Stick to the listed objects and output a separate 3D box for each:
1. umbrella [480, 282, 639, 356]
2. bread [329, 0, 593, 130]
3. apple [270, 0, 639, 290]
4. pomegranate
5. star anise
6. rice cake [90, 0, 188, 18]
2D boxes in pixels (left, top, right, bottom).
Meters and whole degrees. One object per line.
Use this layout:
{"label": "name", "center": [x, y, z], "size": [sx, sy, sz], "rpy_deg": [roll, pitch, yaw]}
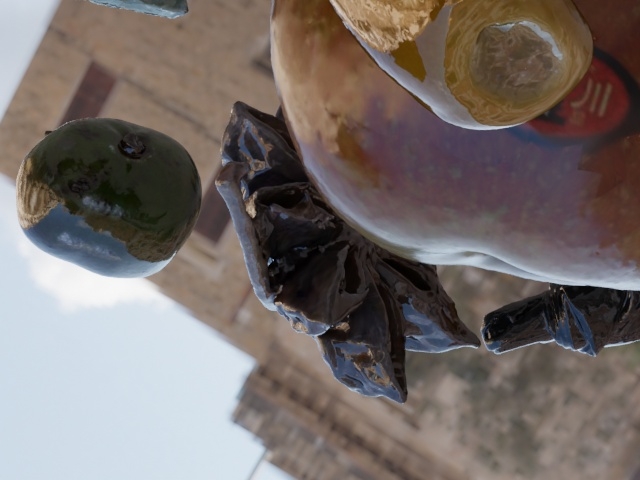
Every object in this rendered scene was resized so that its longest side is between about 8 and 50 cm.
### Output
{"label": "umbrella", "center": [0.222, 0.035, 1.188], "size": [0.059, 0.235, 0.066], "rpy_deg": [-40, -67, -84]}
{"label": "bread", "center": [0.017, -0.136, 0.719], "size": [0.092, 0.074, 0.239], "rpy_deg": [40, -168, -49]}
{"label": "apple", "center": [0.121, -0.086, 0.944], "size": [0.309, 0.250, 0.277], "rpy_deg": [30, 172, 23]}
{"label": "pomegranate", "center": [-0.186, -0.040, 1.526], "size": [0.152, 0.131, 0.191], "rpy_deg": [21, 179, -17]}
{"label": "star anise", "center": [0.000, -0.001, 1.126], "size": [0.262, 0.081, 0.230], "rpy_deg": [10, -121, -55]}
{"label": "rice cake", "center": [-0.113, -0.265, 1.183], "size": [0.127, 0.237, 0.043], "rpy_deg": [12, -164, -26]}
